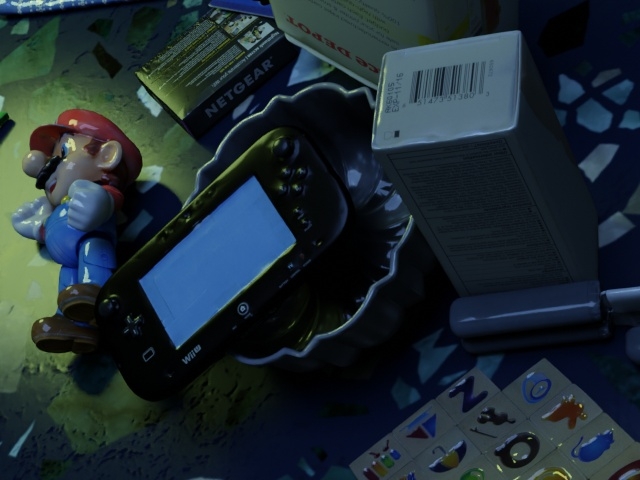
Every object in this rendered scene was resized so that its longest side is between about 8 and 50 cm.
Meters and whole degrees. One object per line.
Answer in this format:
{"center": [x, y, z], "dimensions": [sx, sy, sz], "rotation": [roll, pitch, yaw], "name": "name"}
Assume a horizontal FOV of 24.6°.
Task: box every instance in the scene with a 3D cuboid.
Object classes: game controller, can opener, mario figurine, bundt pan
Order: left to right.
{"center": [-0.318, -0.029, 1.785], "dimensions": [0.198, 0.170, 0.320], "rotation": [-17, 53, 16], "name": "mario figurine"}
{"center": [-0.103, 0.026, 1.546], "dimensions": [0.319, 0.067, 0.166], "rotation": [-42, 48, 14], "name": "game controller"}
{"center": [0.000, 0.000, 1.608], "dimensions": [0.331, 0.124, 0.331], "rotation": [-19, 56, 31], "name": "bundt pan"}
{"center": [0.267, 0.084, 1.479], "dimensions": [0.280, 0.074, 0.093], "rotation": [-4, 55, 24], "name": "can opener"}

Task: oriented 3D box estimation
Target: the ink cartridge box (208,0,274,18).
{"center": [-0.012, -0.431, 1.958], "dimensions": [0.165, 0.065, 0.332], "rotation": [14, 58, 27], "name": "ink cartridge box"}

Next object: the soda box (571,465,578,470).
{"center": [0.322, 0.246, 1.348], "dimensions": [0.181, 0.058, 0.061], "rotation": [-3, 55, 24], "name": "soda box"}

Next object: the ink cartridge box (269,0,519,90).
{"center": [0.067, -0.337, 1.639], "dimensions": [0.279, 0.384, 0.160], "rotation": [33, 72, 22], "name": "ink cartridge box"}

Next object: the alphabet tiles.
{"center": [0.159, 0.251, 1.390], "dimensions": [0.285, 0.011, 0.342], "rotation": [-38, 32, -4], "name": "alphabet tiles"}

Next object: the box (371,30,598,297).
{"center": [0.174, -0.057, 1.468], "dimensions": [0.148, 0.311, 0.121], "rotation": [-6, 55, 21], "name": "box"}

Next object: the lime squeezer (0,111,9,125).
{"center": [-0.517, -0.047, 1.980], "dimensions": [0.110, 0.059, 0.310], "rotation": [13, 58, -2], "name": "lime squeezer"}

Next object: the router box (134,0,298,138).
{"center": [-0.137, -0.232, 1.918], "dimensions": [0.179, 0.046, 0.133], "rotation": [-40, 49, -6], "name": "router box"}

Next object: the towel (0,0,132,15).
{"center": [-0.312, -0.443, 2.159], "dimensions": [0.336, 0.040, 0.243], "rotation": [-3, 57, 24], "name": "towel"}
